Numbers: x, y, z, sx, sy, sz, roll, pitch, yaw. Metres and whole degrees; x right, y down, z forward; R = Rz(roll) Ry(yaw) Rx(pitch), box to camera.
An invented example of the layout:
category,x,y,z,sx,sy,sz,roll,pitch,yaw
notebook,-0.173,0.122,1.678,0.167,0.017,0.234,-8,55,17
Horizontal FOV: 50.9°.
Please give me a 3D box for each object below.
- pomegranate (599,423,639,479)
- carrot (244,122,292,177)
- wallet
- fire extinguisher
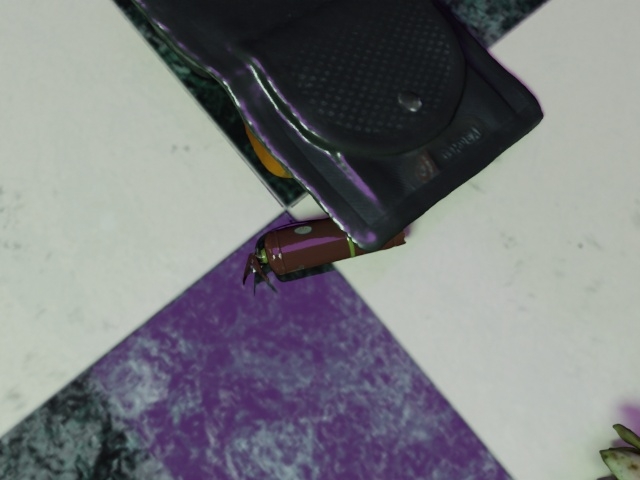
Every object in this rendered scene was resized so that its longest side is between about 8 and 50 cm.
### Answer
category,x,y,z,sx,sy,sz,roll,pitch,yaw
pomegranate,0.284,0.198,0.423,0.225,0.187,0.187,24,78,35
carrot,-0.045,-0.151,0.559,0.067,0.067,0.225,-15,75,-1
wallet,0.007,-0.164,0.526,0.247,0.041,0.323,-37,80,-33
fire extinguisher,0.000,0.000,0.536,0.132,0.039,0.056,-13,45,0
